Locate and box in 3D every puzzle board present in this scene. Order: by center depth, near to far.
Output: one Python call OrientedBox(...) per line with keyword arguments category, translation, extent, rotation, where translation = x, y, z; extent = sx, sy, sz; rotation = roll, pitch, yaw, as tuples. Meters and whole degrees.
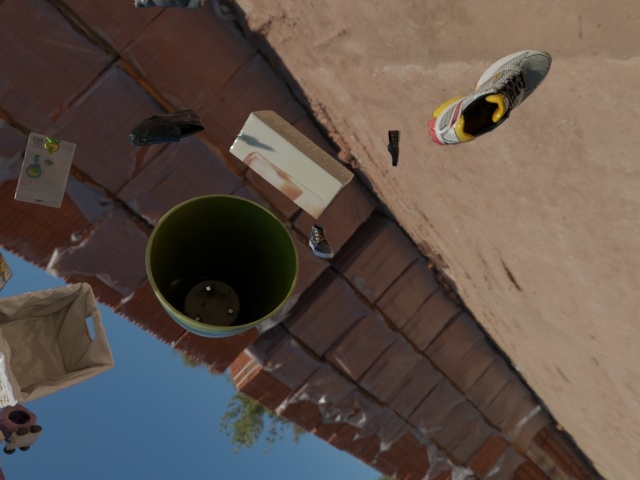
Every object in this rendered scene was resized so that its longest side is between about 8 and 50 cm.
OrientedBox(category="puzzle board", translation=(-0.886, 0.096, 1.146), extent=(0.128, 0.011, 0.096), rotation=(-101, 7, -54))

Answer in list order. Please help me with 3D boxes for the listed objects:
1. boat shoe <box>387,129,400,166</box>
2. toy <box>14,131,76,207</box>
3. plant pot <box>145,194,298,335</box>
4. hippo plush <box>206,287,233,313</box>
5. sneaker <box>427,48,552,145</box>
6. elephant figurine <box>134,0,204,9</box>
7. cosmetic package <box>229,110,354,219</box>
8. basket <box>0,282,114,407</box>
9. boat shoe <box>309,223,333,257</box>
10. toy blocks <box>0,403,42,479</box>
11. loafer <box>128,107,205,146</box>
OrientedBox(category="boat shoe", translation=(0.234, -0.295, 1.352), extent=(0.042, 0.132, 0.049), rotation=(4, 161, 0))
OrientedBox(category="toy", translation=(-0.962, -0.245, 1.473), extent=(0.137, 0.237, 0.056), rotation=(13, -169, -42))
OrientedBox(category="plant pot", translation=(-0.220, 0.095, 0.896), extent=(0.275, 0.275, 0.293), rotation=(43, 147, 5))
OrientedBox(category="hippo plush", translation=(-0.324, 0.196, 1.590), extent=(0.293, 0.235, 0.236), rotation=(65, 153, 13))
OrientedBox(category="sneaker", translation=(0.292, -0.228, 0.693), extent=(0.088, 0.225, 0.092), rotation=(51, 179, -24))
OrientedBox(category="elephant figurine", translation=(-0.351, -0.690, 0.989), extent=(0.170, 0.185, 0.239), rotation=(18, 150, 9))
OrientedBox(category="cosmetic package", translation=(-0.072, -0.207, 1.135), extent=(0.296, 0.129, 0.153), rotation=(39, -155, 2))
OrientedBox(category="basket", translation=(-0.940, 0.350, 1.406), extent=(0.331, 0.267, 0.327), rotation=(-10, -101, -61))
OrientedBox(category="boat shoe", translation=(0.000, 0.000, 1.588), extent=(0.065, 0.083, 0.183), rotation=(-2, -160, -21))
OrientedBox(category="toy blocks", translation=(-0.863, 0.455, 0.921), extent=(0.260, 0.308, 0.289), rotation=(39, -174, 29))
OrientedBox(category="loafer", translation=(-0.419, -0.305, 1.166), extent=(0.078, 0.223, 0.076), rotation=(45, 137, 8))
